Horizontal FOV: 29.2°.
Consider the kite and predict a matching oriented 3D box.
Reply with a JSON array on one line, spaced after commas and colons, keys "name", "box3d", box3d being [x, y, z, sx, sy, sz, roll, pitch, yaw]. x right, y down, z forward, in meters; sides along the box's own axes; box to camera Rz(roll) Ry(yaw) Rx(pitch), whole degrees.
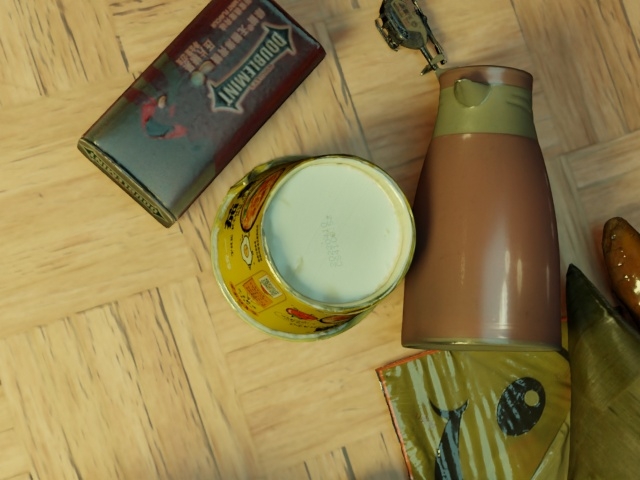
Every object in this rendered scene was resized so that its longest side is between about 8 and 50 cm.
[{"name": "kite", "box3d": [0.223, 0.201, 1.216, 0.377, 0.013, 0.327, 35, 77, -8]}]

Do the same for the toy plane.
[{"name": "toy plane", "box3d": [0.094, -0.204, 1.222, 0.049, 0.031, 0.120, -32, 89, -24]}]

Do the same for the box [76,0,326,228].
[{"name": "box", "box3d": [-0.109, -0.131, 1.144, 0.120, 0.069, 0.224, 44, 74, -6]}]

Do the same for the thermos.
[{"name": "thermos", "box3d": [0.156, -0.028, 1.153, 0.146, 0.176, 0.265, -1, 81, 23]}]

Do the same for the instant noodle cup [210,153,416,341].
[{"name": "instant noodle cup", "box3d": [0.000, 0.000, 1.116, 0.182, 0.144, 0.182, 2, 83, -13]}]

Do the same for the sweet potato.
[{"name": "sweet potato", "box3d": [0.407, 0.121, 1.225, 0.359, 0.112, 0.112, 40, 76, -10]}]

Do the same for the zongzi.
[{"name": "zongzi", "box3d": [0.253, 0.241, 1.152, 0.323, 0.160, 0.360, -39, 75, -7]}]
